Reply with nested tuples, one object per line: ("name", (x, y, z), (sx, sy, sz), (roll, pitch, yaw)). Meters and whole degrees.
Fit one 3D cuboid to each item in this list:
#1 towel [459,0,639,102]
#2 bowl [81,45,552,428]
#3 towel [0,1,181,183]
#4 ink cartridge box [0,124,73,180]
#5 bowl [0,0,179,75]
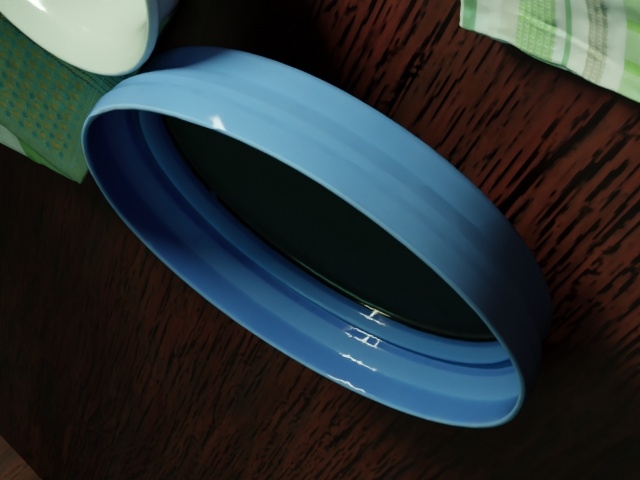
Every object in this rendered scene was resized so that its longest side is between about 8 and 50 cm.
("towel", (0.139, -0.141, 0.888), (0.152, 0.023, 0.113), (31, 151, 33))
("bowl", (0.000, 0.000, 1.161), (0.391, 0.077, 0.391), (30, 160, 12))
("towel", (-0.308, -0.235, 1.323), (0.370, 0.040, 0.271), (38, 141, -1))
("ink cartridge box", (-0.312, -0.149, 1.573), (0.209, 0.062, 0.109), (26, 147, 39))
("bowl", (-0.177, -0.274, 1.084), (0.298, 0.134, 0.298), (37, 152, 23))
